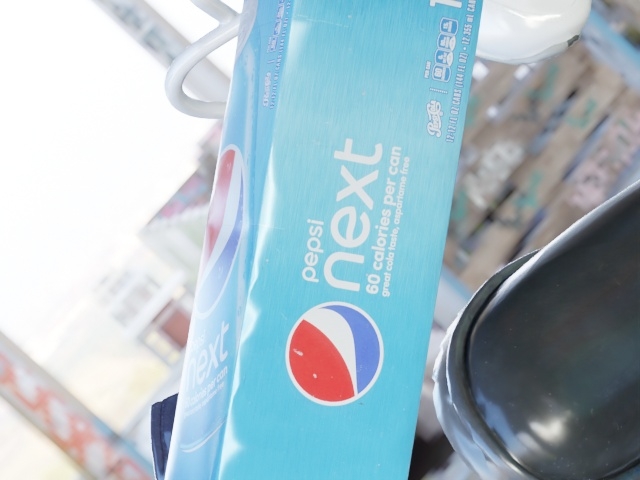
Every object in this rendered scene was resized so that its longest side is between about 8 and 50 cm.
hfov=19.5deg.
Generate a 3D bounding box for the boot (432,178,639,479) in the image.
[{"bbox_3d":[0.269,-0.078,0.992,0.367,0.146,0.445,-36,-15,-48],"label":"boot"}]

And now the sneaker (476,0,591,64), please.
[{"bbox_3d":[0.048,-0.224,0.936,0.111,0.297,0.129,-25,-11,-21],"label":"sneaker"}]

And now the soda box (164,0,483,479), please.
[{"bbox_3d":[0.000,0.000,0.661,0.067,0.071,0.210,179,100,-71],"label":"soda box"}]

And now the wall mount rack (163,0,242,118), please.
[{"bbox_3d":[0.055,-0.202,1.252,0.350,0.130,0.304,-28,-22,18],"label":"wall mount rack"}]

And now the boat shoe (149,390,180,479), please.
[{"bbox_3d":[-0.031,0.244,1.472,0.127,0.340,0.158,5,-27,-44],"label":"boat shoe"}]
